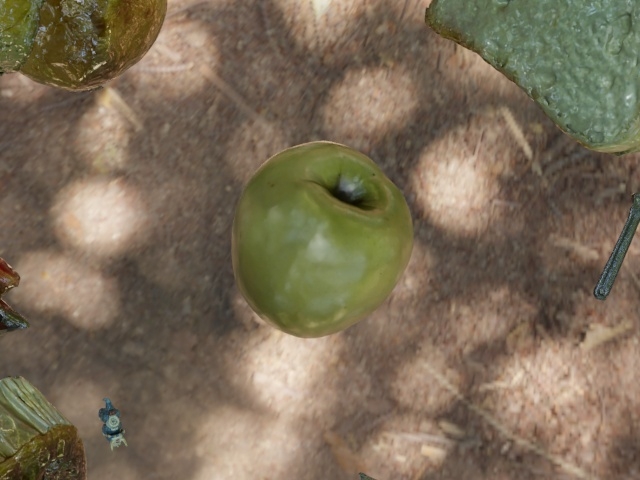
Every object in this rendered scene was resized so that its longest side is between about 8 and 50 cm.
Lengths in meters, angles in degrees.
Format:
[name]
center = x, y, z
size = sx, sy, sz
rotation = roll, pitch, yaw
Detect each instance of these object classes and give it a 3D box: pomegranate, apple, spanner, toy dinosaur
[pomegranate]
center = -0.382, -0.378, 1.917
size = 0.307, 0.307, 0.307
rotation = 5, 116, 10
[apple]
center = 0.000, 0.000, 1.680
size = 0.262, 0.262, 0.262
rotation = 5, 116, 10
[spanner]
center = 0.468, -0.003, 1.871
size = 0.046, 0.012, 0.209
rotation = 26, 86, -19
[toy dinosaur]
center = -0.327, 0.286, 1.927
size = 0.030, 0.047, 0.083
rotation = -14, 90, -23

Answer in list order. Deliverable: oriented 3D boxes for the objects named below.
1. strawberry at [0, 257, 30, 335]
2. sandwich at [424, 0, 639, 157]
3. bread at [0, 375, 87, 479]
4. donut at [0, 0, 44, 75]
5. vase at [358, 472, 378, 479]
[strawberry]
center = -0.355, -0.004, 0.654
size = 0.343, 0.292, 0.292
rotation = 36, 119, -28
[sandwich]
center = 0.195, -0.200, 0.801
size = 0.226, 0.087, 0.251
rotation = 46, 123, 35
[bread]
center = -0.351, 0.274, 1.352
size = 0.109, 0.192, 0.210
rotation = 34, 143, 24
[donut]
center = -0.461, -0.339, 1.568
size = 0.272, 0.107, 0.272
rotation = 20, 118, 43
[vase]
center = 0.109, 0.272, 1.202
size = 0.148, 0.081, 0.081
rotation = 5, 117, -5
